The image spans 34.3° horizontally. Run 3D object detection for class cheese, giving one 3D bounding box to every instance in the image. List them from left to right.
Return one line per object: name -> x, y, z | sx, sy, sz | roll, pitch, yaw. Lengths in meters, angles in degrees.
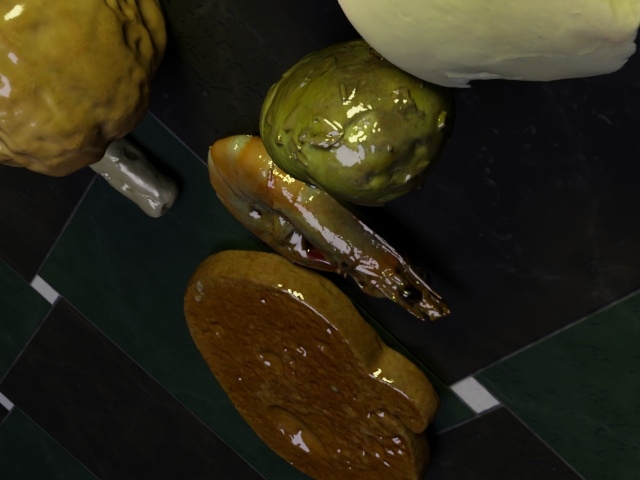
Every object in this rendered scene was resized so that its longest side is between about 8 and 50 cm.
cheese -> -0.240, -0.100, 1.156 | 0.194, 0.043, 0.065 | 39, 139, 4

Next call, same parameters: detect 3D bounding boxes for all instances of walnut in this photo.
walnut -> -0.267, -0.189, 0.931 | 0.257, 0.257, 0.224 | 60, 174, -26

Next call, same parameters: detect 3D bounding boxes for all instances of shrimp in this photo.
shrimp -> 0.000, 0.000, 1.030 | 0.287, 0.063, 0.152 | 39, 147, 6

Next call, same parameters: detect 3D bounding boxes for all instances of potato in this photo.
potato -> 0.025, -0.100, 0.794 | 0.251, 0.149, 0.113 | -109, -7, -69

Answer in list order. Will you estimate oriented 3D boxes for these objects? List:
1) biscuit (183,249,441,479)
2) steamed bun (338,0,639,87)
biscuit -> 0.000, 0.157, 1.201 | 0.314, 0.063, 0.367 | -2, 127, 39
steamed bun -> 0.126, -0.177, 0.627 | 0.225, 0.200, 0.170 | -7, 101, 59
